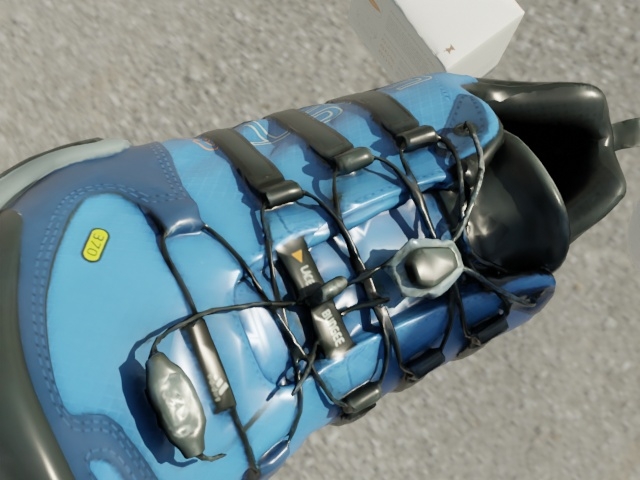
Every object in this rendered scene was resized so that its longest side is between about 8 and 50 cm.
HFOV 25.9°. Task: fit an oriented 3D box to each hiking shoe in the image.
[{"bbox_3d":[0.000,0.000,0.409,0.132,0.304,0.113,-19,100,29],"label":"hiking shoe"}]

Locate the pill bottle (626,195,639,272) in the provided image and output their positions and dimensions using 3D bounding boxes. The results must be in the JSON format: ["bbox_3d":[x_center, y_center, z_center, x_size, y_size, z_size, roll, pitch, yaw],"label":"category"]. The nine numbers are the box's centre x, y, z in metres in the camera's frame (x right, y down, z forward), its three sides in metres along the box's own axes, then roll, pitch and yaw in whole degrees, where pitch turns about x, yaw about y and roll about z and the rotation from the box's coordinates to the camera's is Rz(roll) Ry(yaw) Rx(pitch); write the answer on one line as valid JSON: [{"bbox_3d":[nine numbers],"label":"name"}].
[{"bbox_3d":[0.207,0.025,0.597,0.094,0.169,0.094,-10,118,-20],"label":"pill bottle"}]

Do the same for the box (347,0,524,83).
[{"bbox_3d":[0.102,-0.207,1.292,0.091,0.170,0.130,-36,84,-8],"label":"box"}]
